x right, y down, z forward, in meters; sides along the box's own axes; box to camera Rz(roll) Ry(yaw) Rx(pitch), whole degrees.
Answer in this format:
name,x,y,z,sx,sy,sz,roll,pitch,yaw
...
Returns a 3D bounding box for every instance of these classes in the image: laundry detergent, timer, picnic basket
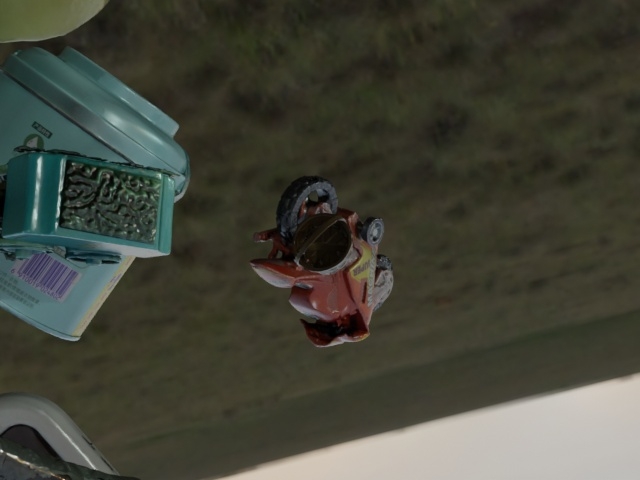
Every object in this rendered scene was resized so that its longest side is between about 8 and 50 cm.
name,x,y,z,sx,sy,sz,roll,pitch,yaw
laundry detergent,-0.340,-0.075,1.698,0.305,0.287,0.287,-54,170,-1
timer,-0.360,0.315,1.511,0.262,0.237,0.087,-40,-177,-4
picnic basket,0.000,0.000,1.425,0.072,0.072,0.083,-15,170,6

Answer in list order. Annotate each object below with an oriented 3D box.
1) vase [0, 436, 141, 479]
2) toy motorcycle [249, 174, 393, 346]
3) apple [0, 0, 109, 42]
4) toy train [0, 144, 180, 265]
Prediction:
name,x,y,z,sx,sy,sz,roll,pitch,yaw
vase,-0.217,0.189,1.049,0.059,0.059,0.167,-21,140,39
toy motorcycle,0.014,0.040,1.707,0.089,0.171,0.298,24,165,36
apple,-0.301,-0.252,0.974,0.295,0.257,0.233,-16,136,8
toy train,-0.261,-0.034,1.438,0.203,0.112,0.163,6,172,-37
